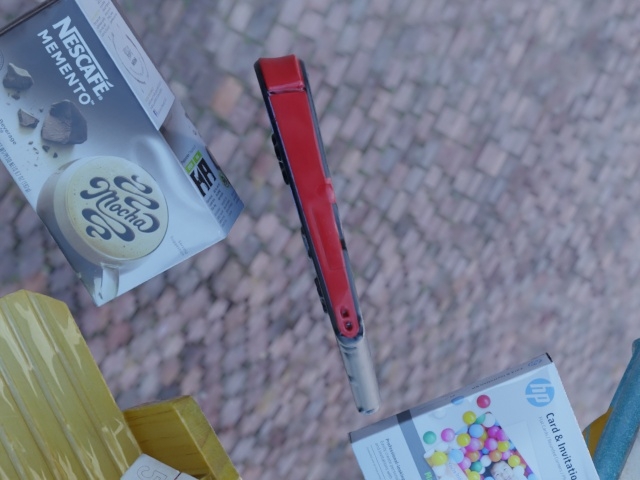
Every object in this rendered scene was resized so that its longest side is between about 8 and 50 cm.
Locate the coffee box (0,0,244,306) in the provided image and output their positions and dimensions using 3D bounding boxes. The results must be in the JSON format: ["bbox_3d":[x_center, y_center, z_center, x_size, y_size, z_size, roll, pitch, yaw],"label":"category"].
[{"bbox_3d":[-0.232,-0.107,1.824,0.168,0.297,0.119,-27,-167,16],"label":"coffee box"}]

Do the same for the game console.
[{"bbox_3d":[0.000,0.000,1.959,0.060,0.342,0.386,-13,162,1],"label":"game console"}]

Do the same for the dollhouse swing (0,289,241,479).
[{"bbox_3d":[-0.339,0.213,1.999,0.347,0.315,0.305,-22,91,-27],"label":"dollhouse swing"}]

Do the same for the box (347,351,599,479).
[{"bbox_3d":[0.136,0.198,1.500,0.186,0.038,0.145,-22,101,1],"label":"box"}]

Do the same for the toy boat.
[{"bbox_3d":[0.343,0.229,1.916,0.267,0.148,0.318,-62,162,-20],"label":"toy boat"}]

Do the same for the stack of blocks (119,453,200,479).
[{"bbox_3d":[-0.071,0.343,1.640,0.087,0.297,0.171,-50,160,-48],"label":"stack of blocks"}]
